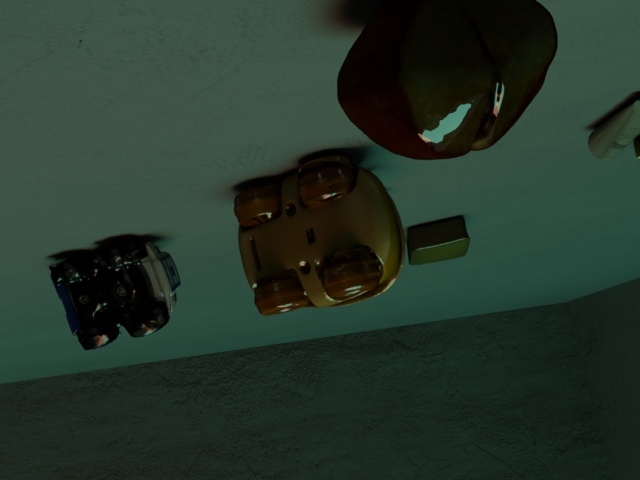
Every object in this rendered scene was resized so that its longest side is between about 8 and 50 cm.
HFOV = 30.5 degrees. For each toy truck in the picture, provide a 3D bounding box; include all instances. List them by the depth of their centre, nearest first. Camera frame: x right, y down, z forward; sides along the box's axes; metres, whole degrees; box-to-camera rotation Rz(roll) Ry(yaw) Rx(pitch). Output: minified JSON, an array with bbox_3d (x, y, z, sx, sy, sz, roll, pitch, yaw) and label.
[{"bbox_3d":[0.000,0.000,1.761,0.288,0.204,0.211,-20,170,32],"label":"toy truck"},{"bbox_3d":[-0.338,0.079,1.986,0.213,0.161,0.177,-16,-172,17],"label":"toy truck"}]

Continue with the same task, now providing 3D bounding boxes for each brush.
[{"bbox_3d":[0.242,0.005,2.440,0.123,0.059,0.197,-10,168,1],"label":"brush"}]

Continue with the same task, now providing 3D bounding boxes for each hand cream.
[{"bbox_3d":[0.472,-0.179,1.806,0.087,0.054,0.186,-13,163,-22],"label":"hand cream"}]

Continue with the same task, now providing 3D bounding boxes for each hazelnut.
[{"bbox_3d":[0.122,-0.162,1.148,0.212,0.181,0.181,-20,151,-17],"label":"hazelnut"}]

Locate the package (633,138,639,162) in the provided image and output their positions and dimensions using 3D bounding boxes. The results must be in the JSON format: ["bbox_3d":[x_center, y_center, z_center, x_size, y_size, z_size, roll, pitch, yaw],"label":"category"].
[{"bbox_3d":[0.579,-0.159,2.021,0.071,0.047,0.131,-14,168,20],"label":"package"}]
